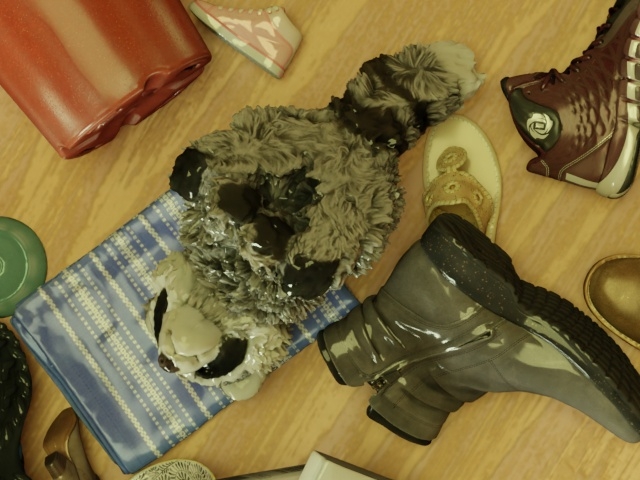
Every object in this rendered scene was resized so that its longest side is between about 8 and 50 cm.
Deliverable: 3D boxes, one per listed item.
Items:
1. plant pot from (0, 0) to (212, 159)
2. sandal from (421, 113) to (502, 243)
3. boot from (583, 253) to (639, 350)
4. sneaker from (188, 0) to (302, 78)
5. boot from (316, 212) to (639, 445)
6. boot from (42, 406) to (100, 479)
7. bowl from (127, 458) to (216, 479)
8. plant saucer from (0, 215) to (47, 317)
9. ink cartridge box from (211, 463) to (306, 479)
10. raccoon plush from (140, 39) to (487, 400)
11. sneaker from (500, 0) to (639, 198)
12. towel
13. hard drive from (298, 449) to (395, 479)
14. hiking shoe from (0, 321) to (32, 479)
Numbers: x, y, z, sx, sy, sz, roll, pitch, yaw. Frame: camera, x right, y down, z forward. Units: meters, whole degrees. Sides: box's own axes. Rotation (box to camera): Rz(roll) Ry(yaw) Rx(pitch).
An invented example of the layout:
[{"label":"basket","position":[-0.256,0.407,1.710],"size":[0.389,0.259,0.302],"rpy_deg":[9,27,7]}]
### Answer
[{"label":"plant pot","position":[-0.273,-0.250,1.780],"size":[0.272,0.272,0.265],"rpy_deg":[-36,89,5]},{"label":"sandal","position":[0.154,-0.026,1.774],"size":[0.088,0.079,0.240],"rpy_deg":[-2,86,9]},{"label":"boot","position":[0.421,0.095,1.707],"size":[0.305,0.115,0.112],"rpy_deg":[26,92,11]},{"label":"sneaker","position":[-0.080,-0.248,1.844],"size":[0.134,0.051,0.070],"rpy_deg":[36,90,7]},{"label":"boot","position":[0.180,0.147,1.752],"size":[0.338,0.118,0.222],"rpy_deg":[41,110,-1]},{"label":"boot","position":[-0.274,0.255,1.835],"size":[0.042,0.118,0.087],"rpy_deg":[-25,118,21]},{"label":"bowl","position":[-0.165,0.331,1.786],"size":[0.170,0.080,0.170],"rpy_deg":[-22,39,19]},{"label":"plant saucer","position":[-0.377,0.030,1.885],"size":[0.119,0.021,0.119],"rpy_deg":[-1,86,9]},{"label":"ink cartridge box","position":[-0.058,0.362,1.723],"size":[0.066,0.189,0.232],"rpy_deg":[-6,89,52]},{"label":"raccoon plush","position":[0.000,0.000,1.763],"size":[0.446,0.299,0.216],"rpy_deg":[-24,66,-28]},{"label":"sneaker","position":[0.281,-0.194,1.756],"size":[0.163,0.106,0.281],"rpy_deg":[11,88,13]},{"label":"towel","position":[-0.159,0.077,1.837],"size":[0.336,0.040,0.243],"rpy_deg":[-37,82,4]},{"label":"hard drive","position":[0.006,0.393,1.727],"size":[0.203,0.040,0.307],"rpy_deg":[26,91,-35]},{"label":"hiking shoe","position":[-0.386,0.235,1.826],"size":[0.113,0.132,0.304],"rpy_deg":[3,62,-28]}]
